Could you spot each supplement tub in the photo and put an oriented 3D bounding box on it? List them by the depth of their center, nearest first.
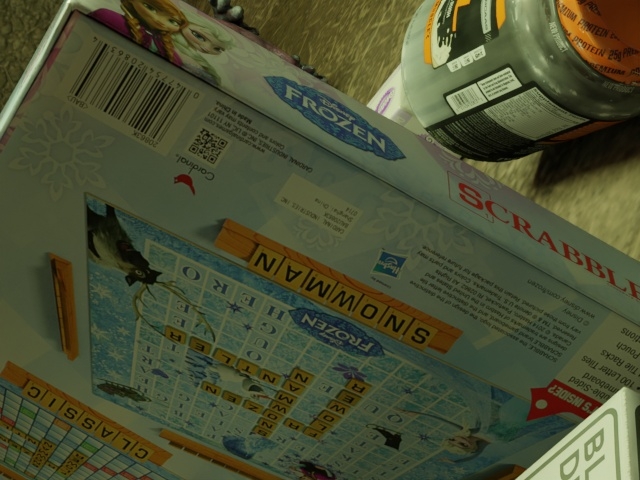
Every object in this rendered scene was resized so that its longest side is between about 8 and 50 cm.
[{"bbox_3d":[0.132,-0.114,0.850,0.117,0.117,0.190,-67,17,-16],"label":"supplement tub"}]

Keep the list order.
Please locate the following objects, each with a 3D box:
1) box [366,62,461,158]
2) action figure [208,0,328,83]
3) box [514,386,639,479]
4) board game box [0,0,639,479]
[{"bbox_3d":[0.000,0.000,1.167,0.324,0.063,0.067,-50,21,37],"label":"box"},{"bbox_3d":[-0.163,-0.049,1.425,0.370,0.248,0.276,-60,15,-4],"label":"action figure"},{"bbox_3d":[0.065,0.208,0.585,0.290,0.087,0.169,-49,21,39],"label":"box"},{"bbox_3d":[-0.047,0.074,0.735,0.318,0.318,0.066,-53,17,27],"label":"board game box"}]
